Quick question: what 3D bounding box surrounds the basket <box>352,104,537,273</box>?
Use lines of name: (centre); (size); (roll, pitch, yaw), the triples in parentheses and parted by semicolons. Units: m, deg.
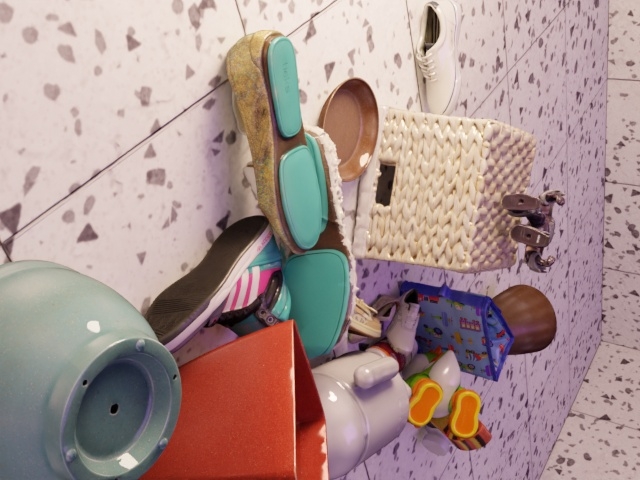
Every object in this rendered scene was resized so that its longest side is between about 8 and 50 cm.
basket: (0.273, -0.100, 1.557); (0.331, 0.266, 0.328); (0, 100, -58)

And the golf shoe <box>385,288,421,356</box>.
golf shoe: (0.194, 0.180, 1.650); (0.176, 0.069, 0.086); (-83, -162, -50)

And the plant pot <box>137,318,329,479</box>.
plant pot: (-0.124, 0.311, 1.061); (0.267, 0.236, 0.267); (-93, 172, -48)

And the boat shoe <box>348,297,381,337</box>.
boat shoe: (0.040, 0.127, 1.425); (0.285, 0.105, 0.089); (33, 69, -52)

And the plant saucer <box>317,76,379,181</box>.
plant saucer: (0.048, -0.212, 1.386); (0.199, 0.036, 0.198); (-25, 121, -50)

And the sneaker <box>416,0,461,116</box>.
sneaker: (0.251, -0.399, 1.599); (0.091, 0.094, 0.258); (-12, 107, -35)

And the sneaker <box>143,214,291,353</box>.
sneaker: (-0.146, 0.114, 1.134); (0.295, 0.124, 0.178); (-49, 128, -38)

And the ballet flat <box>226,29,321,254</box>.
ballet flat: (-0.077, -0.149, 1.139); (0.123, 0.123, 0.348); (-30, 118, -49)

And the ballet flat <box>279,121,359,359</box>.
ballet flat: (0.000, 0.000, 1.265); (0.147, 0.147, 0.408); (-7, 96, -55)

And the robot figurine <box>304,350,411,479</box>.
robot figurine: (0.038, 0.333, 1.401); (0.353, 0.200, 0.300); (-13, 141, -54)

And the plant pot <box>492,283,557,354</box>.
plant pot: (0.550, 0.256, 2.175); (0.230, 0.215, 0.215); (-10, 109, -40)

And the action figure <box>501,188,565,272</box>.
action figure: (0.464, -0.025, 1.542); (0.285, 0.099, 0.185); (10, 82, -63)

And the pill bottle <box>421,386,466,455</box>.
pill bottle: (0.355, 0.502, 2.025); (0.184, 0.103, 0.103); (-55, 141, -31)

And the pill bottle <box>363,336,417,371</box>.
pill bottle: (0.160, 0.266, 1.670); (0.152, 0.086, 0.086); (-21, 117, -53)

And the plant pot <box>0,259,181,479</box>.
plant pot: (-0.290, 0.178, 0.845); (0.293, 0.196, 0.293); (-16, 110, -55)

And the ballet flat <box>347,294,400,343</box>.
ballet flat: (0.123, 0.174, 1.613); (0.168, 0.052, 0.057); (-43, 133, -41)

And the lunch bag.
lunch bag: (0.324, 0.198, 1.768); (0.138, 0.221, 0.293); (-61, 144, -24)

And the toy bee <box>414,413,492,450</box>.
toy bee: (0.322, 0.461, 1.895); (0.162, 0.195, 0.298); (-39, -173, 5)

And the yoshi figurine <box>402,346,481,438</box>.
yoshi figurine: (0.241, 0.373, 1.677); (0.362, 0.203, 0.203); (-130, -165, -86)
